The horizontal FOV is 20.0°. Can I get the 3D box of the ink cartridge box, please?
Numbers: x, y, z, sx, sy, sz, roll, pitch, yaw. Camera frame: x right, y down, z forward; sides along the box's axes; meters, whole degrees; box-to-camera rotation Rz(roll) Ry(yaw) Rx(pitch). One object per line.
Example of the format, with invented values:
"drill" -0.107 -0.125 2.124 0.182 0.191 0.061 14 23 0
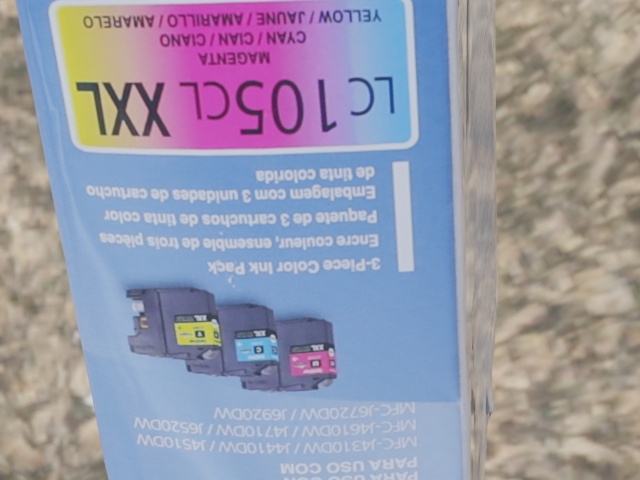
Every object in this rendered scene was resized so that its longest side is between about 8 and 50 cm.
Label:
"ink cartridge box" 0.000 0.000 0.772 0.151 0.270 0.395 0 126 9
